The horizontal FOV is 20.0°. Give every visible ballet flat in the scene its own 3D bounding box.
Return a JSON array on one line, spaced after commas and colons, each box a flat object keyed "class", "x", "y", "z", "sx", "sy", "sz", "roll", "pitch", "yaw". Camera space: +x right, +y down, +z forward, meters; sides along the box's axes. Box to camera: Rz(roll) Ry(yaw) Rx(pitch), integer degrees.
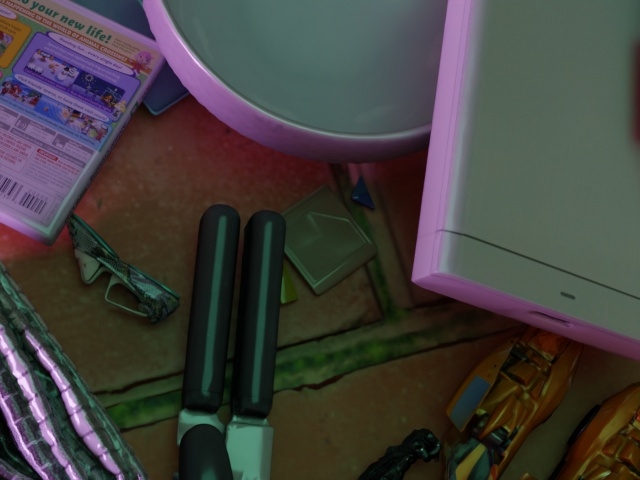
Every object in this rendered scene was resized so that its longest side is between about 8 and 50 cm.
[{"class": "ballet flat", "x": -0.164, "y": 0.026, "z": 1.423, "sx": 0.114, "sy": 0.041, "sz": 0.041, "roll": 38, "pitch": 67, "yaw": 4}]

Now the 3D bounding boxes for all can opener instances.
[{"class": "can opener", "x": -0.066, "y": 0.107, "z": 1.383, "sx": 0.076, "sy": 0.095, "sz": 0.283, "roll": 7, "pitch": 76, "yaw": -11}]

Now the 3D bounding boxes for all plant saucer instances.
[{"class": "plant saucer", "x": -0.171, "y": -0.190, "z": 1.509, "sx": 0.067, "sy": 0.018, "sz": 0.192, "roll": -36, "pitch": 83, "yaw": -21}]

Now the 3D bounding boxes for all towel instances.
[{"class": "towel", "x": -0.231, "y": 0.123, "z": 1.269, "sx": 0.121, "sy": 0.235, "sz": 0.283, "roll": -33, "pitch": 80, "yaw": -15}]

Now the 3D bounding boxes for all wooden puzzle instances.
[{"class": "wooden puzzle", "x": 0.000, "y": 0.000, "z": 1.483, "sx": 0.116, "sy": 0.014, "sz": 0.078, "roll": -28, "pitch": 83, "yaw": -20}]

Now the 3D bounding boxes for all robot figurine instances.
[{"class": "robot figurine", "x": 0.154, "y": 0.193, "z": 1.409, "sx": 0.211, "sy": 0.085, "sz": 0.291, "roll": 37, "pitch": 67, "yaw": 3}]

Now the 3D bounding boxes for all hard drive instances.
[{"class": "hard drive", "x": 0.195, "y": -0.105, "z": 1.409, "sx": 0.233, "sy": 0.047, "sz": 0.353, "roll": 19, "pitch": 68, "yaw": -28}]

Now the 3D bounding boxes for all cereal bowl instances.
[{"class": "cereal bowl", "x": 0.010, "y": -0.212, "z": 1.487, "sx": 0.339, "sy": 0.141, "sz": 0.339, "roll": 5, "pitch": 70, "yaw": -14}]

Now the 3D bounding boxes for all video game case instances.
[{"class": "video game case", "x": -0.259, "y": -0.121, "z": 1.446, "sx": 0.212, "sy": 0.023, "sz": 0.193, "roll": 26, "pitch": 67, "yaw": 7}]
